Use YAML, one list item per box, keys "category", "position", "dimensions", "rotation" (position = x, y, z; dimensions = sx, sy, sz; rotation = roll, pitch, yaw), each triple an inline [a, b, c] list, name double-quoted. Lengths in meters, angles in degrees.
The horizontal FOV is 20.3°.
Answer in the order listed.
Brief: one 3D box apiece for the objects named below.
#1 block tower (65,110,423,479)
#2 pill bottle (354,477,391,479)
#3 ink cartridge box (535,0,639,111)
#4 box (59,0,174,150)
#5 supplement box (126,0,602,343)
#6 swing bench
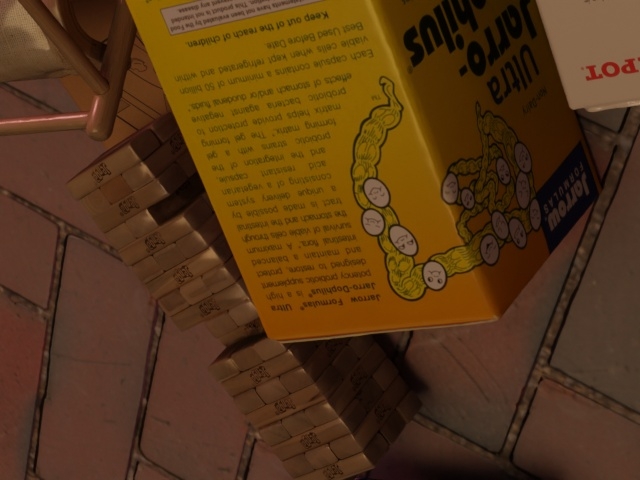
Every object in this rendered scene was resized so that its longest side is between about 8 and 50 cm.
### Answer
- category: "block tower"
  position: [-0.054, 0.052, 1.439]
  dimensions: [0.097, 0.091, 0.335]
  rotation: [-27, 103, 42]
- category: "pill bottle"
  position: [0.067, 0.277, 1.488]
  dimensions: [0.272, 0.152, 0.152]
  rotation: [-1, 118, 33]
- category: "ink cartridge box"
  position: [0.214, -0.215, 1.114]
  dimensions: [0.172, 0.100, 0.237]
  rotation: [-7, 113, 36]
- category: "box"
  position: [-0.131, -0.123, 1.453]
  dimensions: [0.164, 0.021, 0.201]
  rotation: [-26, 101, 41]
- category: "supplement box"
  position: [0.023, -0.134, 1.228]
  dimensions: [0.195, 0.194, 0.356]
  rotation: [-8, 114, 36]
- category: "swing bench"
  position: [-0.242, -0.212, 1.339]
  dimensions: [0.253, 0.254, 0.165]
  rotation: [-1, 141, 35]
